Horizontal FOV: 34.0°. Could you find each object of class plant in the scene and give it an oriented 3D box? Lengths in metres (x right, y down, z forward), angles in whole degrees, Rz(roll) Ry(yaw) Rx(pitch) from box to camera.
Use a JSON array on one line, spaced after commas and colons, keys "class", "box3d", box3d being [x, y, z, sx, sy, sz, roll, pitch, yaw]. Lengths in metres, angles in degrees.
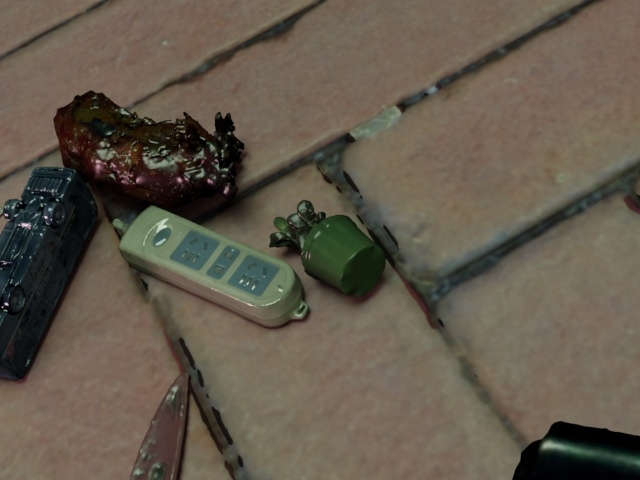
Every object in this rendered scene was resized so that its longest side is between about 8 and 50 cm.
[{"class": "plant", "box3d": [0.000, 0.000, 0.756, 0.051, 0.051, 0.102, -43, 47, -14]}]

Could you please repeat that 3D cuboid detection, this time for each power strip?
[{"class": "power strip", "box3d": [-0.088, 0.016, 0.786, 0.191, 0.030, 0.047, 22, 64, 30]}]

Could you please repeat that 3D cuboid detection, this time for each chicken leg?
[{"class": "chicken leg", "box3d": [-0.147, -0.077, 0.852, 0.234, 0.063, 0.105, 15, 33, 31]}]

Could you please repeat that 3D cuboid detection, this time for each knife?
[{"class": "knife", "box3d": [-0.116, 0.193, 0.675, 0.035, 0.018, 0.247, -7, 50, 19]}]

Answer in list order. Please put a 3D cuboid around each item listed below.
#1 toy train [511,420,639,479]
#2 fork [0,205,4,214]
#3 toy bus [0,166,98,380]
[{"class": "toy train", "box3d": [0.225, 0.186, 0.464, 0.429, 0.178, 0.249, 8, 48, 23]}, {"class": "fork", "box3d": [-0.315, 0.005, 0.888, 0.115, 0.012, 0.016, -35, 55, -14]}, {"class": "toy bus", "box3d": [-0.225, 0.023, 0.806, 0.047, 0.065, 0.166, 5, 59, 23]}]
